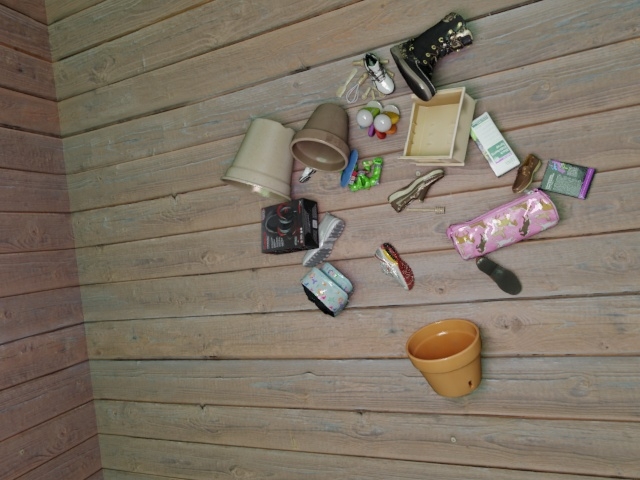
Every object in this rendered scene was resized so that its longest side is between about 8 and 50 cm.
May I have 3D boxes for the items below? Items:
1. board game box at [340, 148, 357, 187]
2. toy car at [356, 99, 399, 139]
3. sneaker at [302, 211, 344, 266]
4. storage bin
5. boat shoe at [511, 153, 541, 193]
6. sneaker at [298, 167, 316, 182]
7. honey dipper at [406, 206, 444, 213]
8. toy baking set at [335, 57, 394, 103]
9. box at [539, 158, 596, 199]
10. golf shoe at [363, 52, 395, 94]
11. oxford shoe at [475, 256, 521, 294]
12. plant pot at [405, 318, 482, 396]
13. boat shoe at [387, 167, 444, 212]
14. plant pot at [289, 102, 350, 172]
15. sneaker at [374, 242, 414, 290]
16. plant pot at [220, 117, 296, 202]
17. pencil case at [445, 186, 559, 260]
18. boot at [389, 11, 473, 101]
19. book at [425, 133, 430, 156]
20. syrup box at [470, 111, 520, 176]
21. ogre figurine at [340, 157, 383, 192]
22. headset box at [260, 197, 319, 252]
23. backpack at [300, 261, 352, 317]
[{"bbox_3d":[0.133,-0.302,1.796,0.033,0.133,0.169,16,104,-16],"label":"board game box"},{"bbox_3d":[0.241,-0.500,1.786,0.181,0.159,0.136,21,137,19],"label":"toy car"},{"bbox_3d":[0.000,0.000,1.935,0.281,0.105,0.115,-54,51,14],"label":"sneaker"},{"bbox_3d":[0.447,-0.435,1.650,0.260,0.123,0.263,11,91,46],"label":"storage bin"},{"bbox_3d":[0.762,-0.251,1.582,0.060,0.064,0.178,42,72,-16],"label":"boat shoe"},{"bbox_3d":[-0.062,-0.313,1.962,0.109,0.040,0.044,-42,61,15],"label":"sneaker"},{"bbox_3d":[0.439,-0.127,1.774,0.160,0.030,0.031,2,94,24],"label":"honey dipper"},{"bbox_3d":[0.191,-0.695,1.840,0.256,0.030,0.197,11,97,21],"label":"toy baking set"},{"bbox_3d":[0.922,-0.229,1.577,0.162,0.029,0.116,19,99,18],"label":"box"},{"bbox_3d":[0.238,-0.696,1.764,0.077,0.094,0.198,-37,90,18],"label":"golf shoe"},{"bbox_3d":[0.704,0.131,1.666,0.212,0.076,0.076,41,105,-2],"label":"oxford shoe"},{"bbox_3d":[0.505,0.472,1.662,0.290,0.291,0.204,-17,102,21],"label":"plant pot"},{"bbox_3d":[0.408,-0.199,1.751,0.257,0.095,0.095,-32,78,32],"label":"boat shoe"},{"bbox_3d":[0.021,-0.455,1.812,0.262,0.263,0.230,11,72,21],"label":"plant pot"},{"bbox_3d":[0.319,0.120,1.817,0.092,0.088,0.225,-43,77,39],"label":"sneaker"},{"bbox_3d":[-0.247,-0.367,1.900,0.333,0.334,0.306,15,88,20],"label":"plant pot"},{"bbox_3d":[0.687,-0.057,1.611,0.385,0.160,0.167,-27,79,21],"label":"pencil case"},{"bbox_3d":[0.444,-0.713,1.618,0.284,0.138,0.378,-29,41,16],"label":"boot"},{"bbox_3d":[0.509,-0.398,1.730,0.144,0.035,0.097,-3,88,22],"label":"book"},{"bbox_3d":[0.667,-0.366,1.635,0.093,0.096,0.237,-32,80,22],"label":"syrup box"},{"bbox_3d":[0.181,-0.279,1.834,0.196,0.097,0.118,-9,78,11],"label":"ogre figurine"},{"bbox_3d":[-0.155,-0.055,1.923,0.293,0.110,0.218,-9,78,37],"label":"headset box"},{"bbox_3d":[0.026,0.212,1.839,0.225,0.253,0.191,42,86,16],"label":"backpack"}]
